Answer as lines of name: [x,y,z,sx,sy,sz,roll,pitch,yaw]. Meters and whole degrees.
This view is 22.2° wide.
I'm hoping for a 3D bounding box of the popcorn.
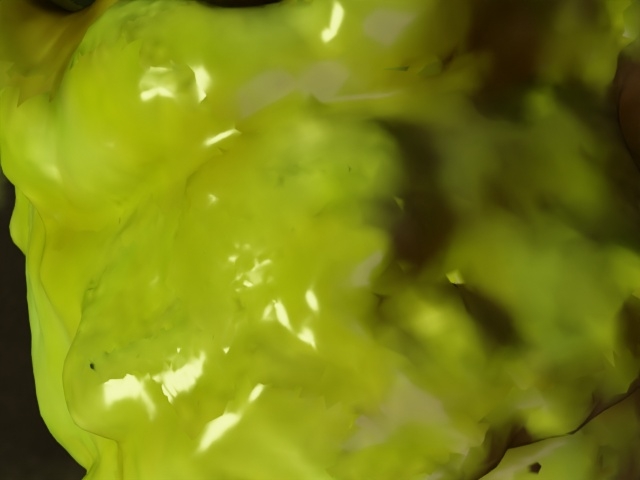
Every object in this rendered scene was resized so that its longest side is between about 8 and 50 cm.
popcorn: [0.000,0.000,0.463,0.195,0.256,0.254,0,116,-13]
